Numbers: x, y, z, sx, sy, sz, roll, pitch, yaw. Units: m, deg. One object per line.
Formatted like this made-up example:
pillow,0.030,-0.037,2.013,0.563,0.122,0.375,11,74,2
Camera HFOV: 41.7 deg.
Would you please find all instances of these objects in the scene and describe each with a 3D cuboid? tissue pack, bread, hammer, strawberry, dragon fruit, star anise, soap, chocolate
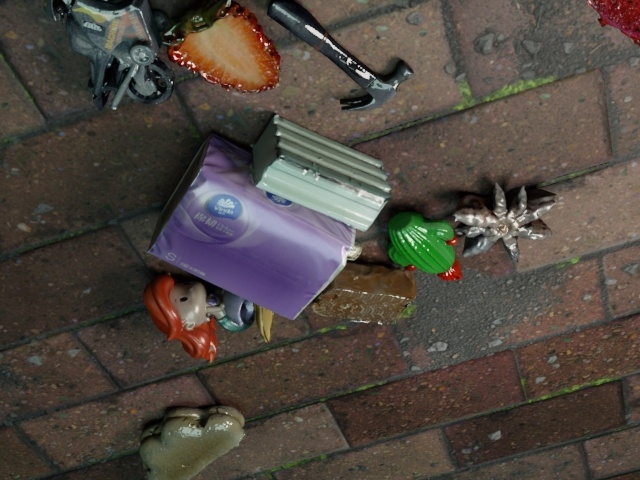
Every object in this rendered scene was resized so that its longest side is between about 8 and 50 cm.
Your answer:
tissue pack,-0.127,-0.015,1.623,0.338,0.160,0.242,27,126,-15
bread,-0.353,0.520,2.158,0.183,0.102,0.337,34,120,-32
hammer,0.018,-0.327,1.468,0.289,0.037,0.137,31,120,-31
strawberry,-0.166,-0.329,1.419,0.167,0.087,0.208,-21,147,11
dragon fruit,0.525,-0.449,1.355,0.189,0.163,0.262,-32,139,-17
star anise,0.372,-0.039,1.740,0.236,0.093,0.229,21,126,-26
soap,-0.001,-0.125,1.575,0.261,0.150,0.094,21,123,-23
chocolate,0.089,0.110,1.830,0.214,0.093,0.148,11,146,-15

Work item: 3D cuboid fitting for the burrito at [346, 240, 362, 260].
burrito,0.000,0.000,1.763,0.188,0.045,0.058,20,102,-20

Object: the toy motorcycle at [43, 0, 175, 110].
toy motorcycle,-0.347,-0.344,1.368,0.173,0.108,0.307,-4,134,8

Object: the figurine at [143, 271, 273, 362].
figurine,-0.236,0.158,1.797,0.256,0.181,0.208,-4,162,6

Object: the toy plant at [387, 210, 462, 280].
toy plant,0.218,0.020,1.785,0.154,0.088,0.240,1,149,14
